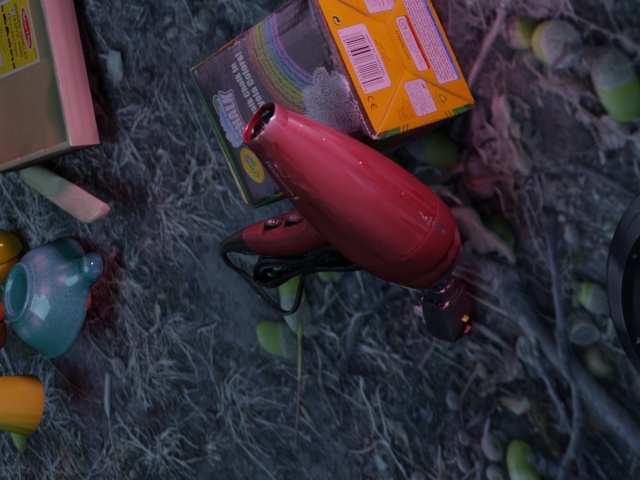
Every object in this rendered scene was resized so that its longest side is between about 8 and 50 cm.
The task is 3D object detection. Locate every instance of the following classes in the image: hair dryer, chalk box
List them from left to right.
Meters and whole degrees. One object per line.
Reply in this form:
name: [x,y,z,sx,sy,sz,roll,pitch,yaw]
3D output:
chalk box: [-0.006,-0.117,1.148,0.213,0.132,0.132,-25,88,47]
hair dryer: [0.000,0.000,1.083,0.224,0.080,0.293,6,147,15]

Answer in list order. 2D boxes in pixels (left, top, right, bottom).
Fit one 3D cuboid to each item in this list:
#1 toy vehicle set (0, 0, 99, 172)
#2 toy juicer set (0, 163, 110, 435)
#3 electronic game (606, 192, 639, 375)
toy vehicle set: [-0.316,-0.214,1.462,0.166,0.035,0.266,-10,91,46]
toy juicer set: [-0.308,0.038,1.549,0.329,0.089,0.209,-61,40,25]
electronic game: [0.303,0.048,0.961,0.229,0.048,0.229,19,124,32]
